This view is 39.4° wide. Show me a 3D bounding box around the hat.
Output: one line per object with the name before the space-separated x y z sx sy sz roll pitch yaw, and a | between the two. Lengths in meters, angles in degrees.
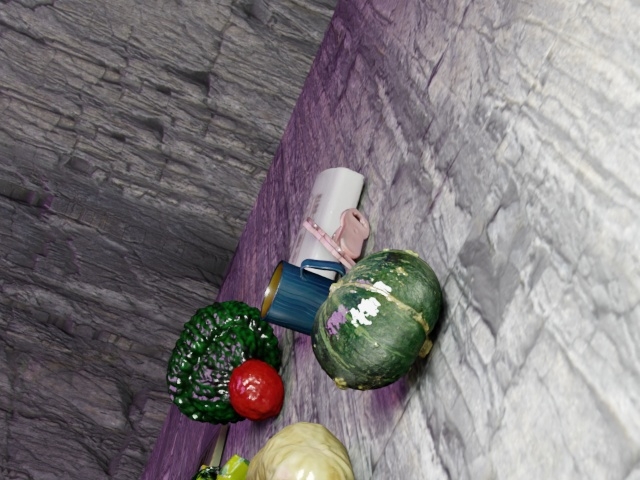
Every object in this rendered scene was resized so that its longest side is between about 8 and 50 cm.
hat | -0.190 0.287 1.894 0.332 0.242 0.274 -147 65 -65

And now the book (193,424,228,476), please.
book | -0.306 0.617 2.340 0.283 0.025 0.215 121 165 -50

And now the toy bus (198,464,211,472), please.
toy bus | -0.283 0.636 2.067 0.081 0.074 0.226 -108 40 -71

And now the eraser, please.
eraser | 0.000 0.000 1.806 0.174 0.094 0.270 153 135 -70

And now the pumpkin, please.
pumpkin | 0.072 0.102 1.136 0.190 0.146 0.190 -39 -4 -3

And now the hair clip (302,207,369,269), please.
hair clip | 0.028 0.012 1.619 0.102 0.123 0.138 -37 25 32

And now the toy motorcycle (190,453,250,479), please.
toy motorcycle | -0.186 0.527 1.567 0.342 0.206 0.142 -62 -19 -51

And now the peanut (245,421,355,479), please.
peanut | -0.030 0.335 1.277 0.319 0.147 0.147 131 157 -74

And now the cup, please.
cup | -0.019 0.105 1.584 0.150 0.138 0.113 132 156 -61
